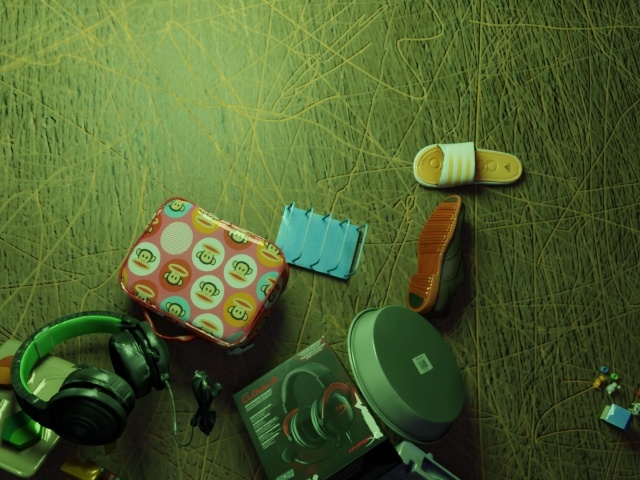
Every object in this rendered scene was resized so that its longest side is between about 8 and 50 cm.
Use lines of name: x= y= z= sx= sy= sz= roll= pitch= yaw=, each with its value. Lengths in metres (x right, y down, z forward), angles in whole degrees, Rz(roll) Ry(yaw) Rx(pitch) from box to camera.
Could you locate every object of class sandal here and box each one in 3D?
sandal: x=0.340 y=-0.174 z=1.450 sx=0.265 sy=0.076 sz=0.102 roll=-2 pitch=83 yaw=-11

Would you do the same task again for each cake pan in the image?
cake pan: x=0.180 y=0.251 z=1.284 sx=0.293 sy=0.054 sz=0.293 roll=30 pitch=39 yaw=-27

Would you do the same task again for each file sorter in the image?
file sorter: x=0.000 y=0.000 z=1.347 sx=0.170 sy=0.104 sz=0.118 roll=17 pitch=81 yaw=-9

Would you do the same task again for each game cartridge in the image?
game cartridge: x=0.234 y=0.540 z=1.274 sx=0.355 sy=0.230 sz=0.068 roll=37 pitch=47 yaw=-5

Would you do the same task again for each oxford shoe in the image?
oxford shoe: x=0.270 y=0.037 z=1.415 sx=0.098 sy=0.097 sz=0.271 roll=22 pitch=84 yaw=-28

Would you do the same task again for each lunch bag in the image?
lunch bag: x=-0.230 y=0.081 z=1.255 sx=0.293 sy=0.120 sz=0.258 roll=28 pitch=77 yaw=10

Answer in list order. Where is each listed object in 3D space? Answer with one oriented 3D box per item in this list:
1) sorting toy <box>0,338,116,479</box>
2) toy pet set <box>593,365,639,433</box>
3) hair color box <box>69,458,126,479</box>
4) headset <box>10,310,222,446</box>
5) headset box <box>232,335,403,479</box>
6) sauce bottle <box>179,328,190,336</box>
sorting toy: x=-0.490 y=0.300 z=1.141 sx=0.307 sy=0.041 sz=0.229 roll=20 pitch=43 yaw=10
toy pet set: x=0.676 y=0.363 z=1.458 sx=0.122 sy=0.065 sz=0.114 roll=32 pitch=78 yaw=-5
hair color box: x=-0.304 y=0.550 z=1.177 sx=0.374 sy=0.185 sz=0.113 roll=32 pitch=77 yaw=-6
headset: x=-0.348 y=0.226 z=1.113 sx=0.394 sy=0.185 sz=0.243 roll=21 pitch=39 yaw=19
headset box: x=-0.018 y=0.339 z=1.218 sx=0.218 sy=0.293 sz=0.110 roll=-32 pitch=134 yaw=-3
sauce bottle: x=-0.223 y=0.160 z=1.315 sx=0.128 sy=0.042 sz=0.042 roll=-22 pitch=88 yaw=-11
